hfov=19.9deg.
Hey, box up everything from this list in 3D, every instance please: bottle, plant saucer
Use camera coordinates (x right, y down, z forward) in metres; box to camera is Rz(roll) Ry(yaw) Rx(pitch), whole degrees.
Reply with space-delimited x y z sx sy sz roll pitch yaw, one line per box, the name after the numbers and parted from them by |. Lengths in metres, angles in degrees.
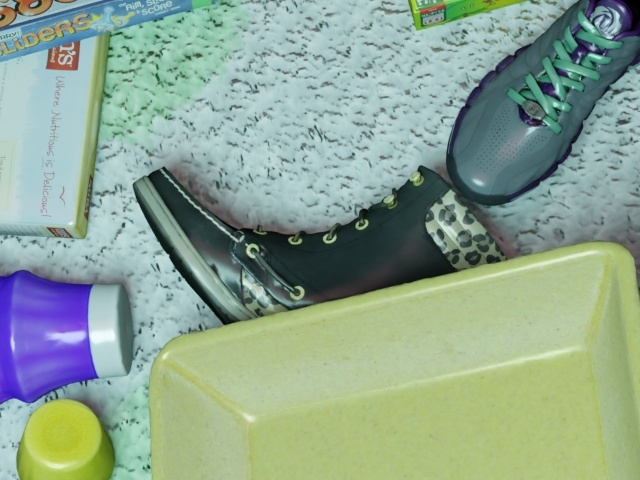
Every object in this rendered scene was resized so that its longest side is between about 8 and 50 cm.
-0.276 0.073 1.287 0.283 0.092 0.118 -4 83 4 | bottle
0.062 0.195 1.124 0.333 0.081 0.332 -14 63 20 | plant saucer

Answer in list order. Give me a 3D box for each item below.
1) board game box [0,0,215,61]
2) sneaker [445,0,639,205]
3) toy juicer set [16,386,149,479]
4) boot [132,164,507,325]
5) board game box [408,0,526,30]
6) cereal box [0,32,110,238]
-0.192 -0.205 1.339 0.201 0.035 0.136 -17 57 -8 | board game box
0.168 -0.124 1.271 0.083 0.098 0.223 37 69 10 | sneaker
-0.056 0.228 1.246 0.209 0.089 0.329 -24 69 -16 | toy juicer set
0.001 0.001 1.287 0.178 0.085 0.236 -42 84 -7 | boot
0.145 -0.226 1.345 0.181 0.043 0.092 -15 77 2 | board game box
-0.283 -0.093 1.348 0.240 0.047 0.173 4 75 5 | cereal box
